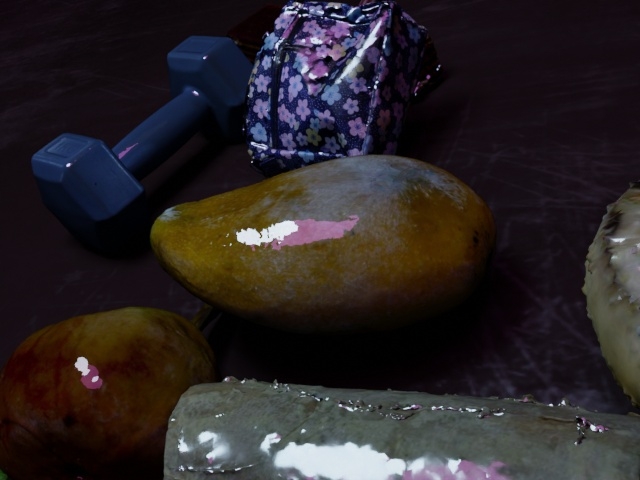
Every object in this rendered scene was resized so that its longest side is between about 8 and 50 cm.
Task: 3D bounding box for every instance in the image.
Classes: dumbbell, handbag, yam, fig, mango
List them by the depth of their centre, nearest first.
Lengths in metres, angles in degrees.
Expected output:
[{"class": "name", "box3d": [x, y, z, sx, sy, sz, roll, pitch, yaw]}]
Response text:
[{"class": "yam", "box3d": [0.053, 0.173, 0.435, 0.304, 0.168, 0.168, -2, 43, 24]}, {"class": "fig", "box3d": [-0.126, 0.130, 0.607, 0.190, 0.191, 0.290, 9, 11, 33]}, {"class": "mango", "box3d": [0.000, 0.000, 0.639, 0.316, 0.146, 0.193, 2, 29, 0]}, {"class": "handbag", "box3d": [0.009, -0.177, 0.858, 0.207, 0.126, 0.229, 14, 93, 37]}, {"class": "dumbbell", "box3d": [-0.215, -0.136, 0.936, 0.144, 0.160, 0.325, 34, 60, 11]}]

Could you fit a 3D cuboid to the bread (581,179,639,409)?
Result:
[{"class": "bread", "box3d": [0.329, 0.045, 0.451, 0.305, 0.159, 0.306, -10, 37, 7]}]

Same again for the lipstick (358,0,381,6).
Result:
[{"class": "lipstick", "box3d": [0.049, -0.296, 0.976, 0.027, 0.027, 0.176, 2, 46, 27]}]

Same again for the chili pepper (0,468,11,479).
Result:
[{"class": "chili pepper", "box3d": [-0.338, 0.186, 0.672, 0.257, 0.074, 0.100, 19, 71, 46]}]

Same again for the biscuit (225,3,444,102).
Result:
[{"class": "biscuit", "box3d": [0.006, -0.280, 1.053, 0.107, 0.073, 0.388, -41, 43, -20]}]
